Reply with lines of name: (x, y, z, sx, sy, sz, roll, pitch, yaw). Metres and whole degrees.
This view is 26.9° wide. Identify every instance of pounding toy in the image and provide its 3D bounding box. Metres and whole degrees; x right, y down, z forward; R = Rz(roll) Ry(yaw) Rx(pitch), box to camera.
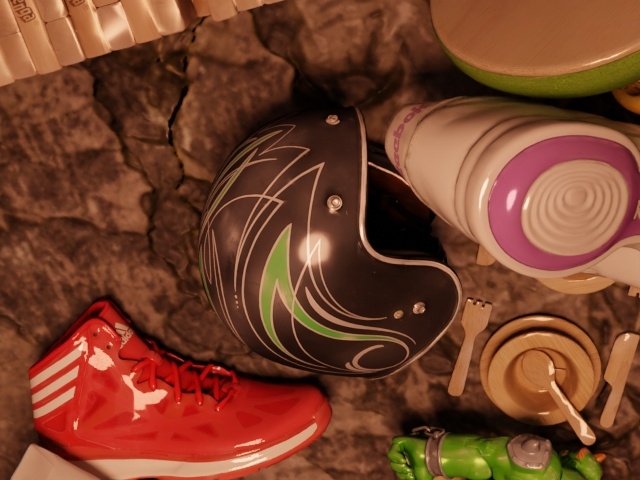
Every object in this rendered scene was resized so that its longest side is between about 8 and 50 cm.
pounding toy: (0.192, -0.138, 0.794, 0.237, 0.183, 0.110, -21, 133, 12)

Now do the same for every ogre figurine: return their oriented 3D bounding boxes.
ogre figurine: (0.150, 0.199, 0.955, 0.118, 0.097, 0.197, -23, 99, 42)

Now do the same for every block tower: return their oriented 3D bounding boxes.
block tower: (-0.072, -0.187, 0.831, 0.335, 0.097, 0.091, -13, 111, 15)

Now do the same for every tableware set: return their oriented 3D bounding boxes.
tableware set: (0.166, 0.049, 0.928, 0.128, 0.039, 0.194, 11, 114, 3)

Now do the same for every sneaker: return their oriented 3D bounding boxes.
sneaker: (-0.110, 0.103, 0.964, 0.221, 0.087, 0.128, -12, 107, 5)
sneaker: (0.173, -0.036, 0.822, 0.305, 0.152, 0.114, 13, 102, -40)

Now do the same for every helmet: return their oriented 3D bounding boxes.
helmet: (0.000, 0.000, 0.863, 0.161, 0.169, 0.169, 32, 114, -25)

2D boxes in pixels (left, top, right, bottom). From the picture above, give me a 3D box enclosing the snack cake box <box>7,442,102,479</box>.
snack cake box: (-0.206, 0.280, 1.005, 0.152, 0.089, 0.264, 29, 134, -7)
